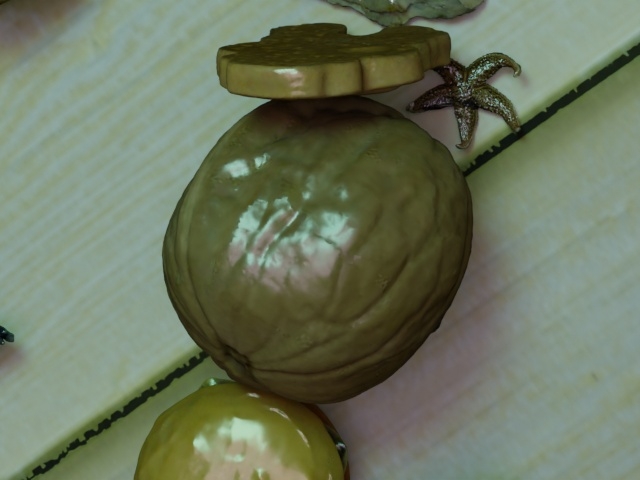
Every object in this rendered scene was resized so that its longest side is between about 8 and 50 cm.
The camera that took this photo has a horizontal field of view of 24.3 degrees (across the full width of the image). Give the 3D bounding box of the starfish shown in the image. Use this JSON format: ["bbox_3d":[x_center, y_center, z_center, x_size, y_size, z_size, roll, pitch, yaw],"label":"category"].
[{"bbox_3d":[0.112,-0.109,1.108,0.091,0.028,0.078,32,100,5],"label":"starfish"}]

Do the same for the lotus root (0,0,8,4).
[{"bbox_3d":[-0.329,-0.297,1.104,0.342,0.151,0.169,35,52,6],"label":"lotus root"}]

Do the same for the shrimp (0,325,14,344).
[{"bbox_3d":[-0.384,0.030,1.166,0.316,0.062,0.164,8,88,11],"label":"shrimp"}]

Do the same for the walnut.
[{"bbox_3d":[0.000,0.000,1.030,0.228,0.228,0.228,0,89,9],"label":"walnut"}]

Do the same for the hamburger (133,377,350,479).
[{"bbox_3d":[-0.056,0.177,1.086,0.162,0.115,0.162,0,87,7],"label":"hamburger"}]

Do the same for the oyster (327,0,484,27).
[{"bbox_3d":[0.046,-0.231,1.099,0.209,0.072,0.133,21,95,6],"label":"oyster"}]

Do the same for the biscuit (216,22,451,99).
[{"bbox_3d":[0.005,-0.122,1.017,0.144,0.236,0.040,-1,106,19],"label":"biscuit"}]
